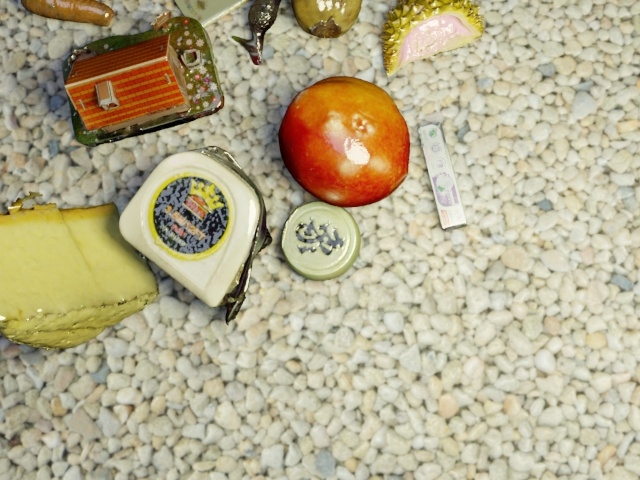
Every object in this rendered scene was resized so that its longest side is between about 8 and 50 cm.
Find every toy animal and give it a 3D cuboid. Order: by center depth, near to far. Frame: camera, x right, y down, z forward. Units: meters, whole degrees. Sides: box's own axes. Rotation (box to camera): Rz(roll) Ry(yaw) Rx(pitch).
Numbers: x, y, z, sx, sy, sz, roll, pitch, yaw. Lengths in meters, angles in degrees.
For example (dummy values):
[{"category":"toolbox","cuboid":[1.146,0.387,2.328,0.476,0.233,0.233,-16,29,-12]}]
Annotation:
[{"category":"toy animal","cuboid":[-0.110,-0.429,1.593,0.105,0.070,0.202,19,103,38]}]

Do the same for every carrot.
[{"category":"carrot","cuboid":[-0.483,-0.446,1.631,0.186,0.060,0.060,15,81,6]}]

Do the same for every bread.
[{"category":"bread","cuboid":[-0.444,0.031,1.429,0.279,0.315,0.248,-28,81,-11]}]

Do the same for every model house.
[{"category":"model house","cuboid":[-0.346,-0.308,1.544,0.294,0.154,0.207,-15,81,6]}]

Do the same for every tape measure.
[{"category":"tape measure","cuboid":[-0.186,-0.025,1.505,0.271,0.133,0.231,39,92,8]}]

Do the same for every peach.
[{"category":"peach","cuboid":[0.048,-0.169,1.476,0.244,0.199,0.243,8,62,-15]}]

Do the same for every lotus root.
[{"category":"lotus root","cuboid":[0.014,-0.498,1.564,0.145,0.128,0.260,6,81,-32]}]

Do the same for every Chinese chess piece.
[{"category":"Chinese chess piece","cuboid":[0.000,0.000,1.518,0.144,0.058,0.144,-1,80,5]}]

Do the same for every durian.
[{"category":"durian","cuboid":[0.196,-0.393,1.562,0.182,0.165,0.132,-12,121,24]}]

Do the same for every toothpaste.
[{"category":"toothpaste","cuboid":[0.218,-0.115,1.533,0.047,0.040,0.196,-14,79,6]}]

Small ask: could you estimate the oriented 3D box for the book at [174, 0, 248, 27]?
[{"category":"book","cuboid":[-0.169,-0.559,1.649,0.295,0.020,0.208,-32,80,-2]}]
